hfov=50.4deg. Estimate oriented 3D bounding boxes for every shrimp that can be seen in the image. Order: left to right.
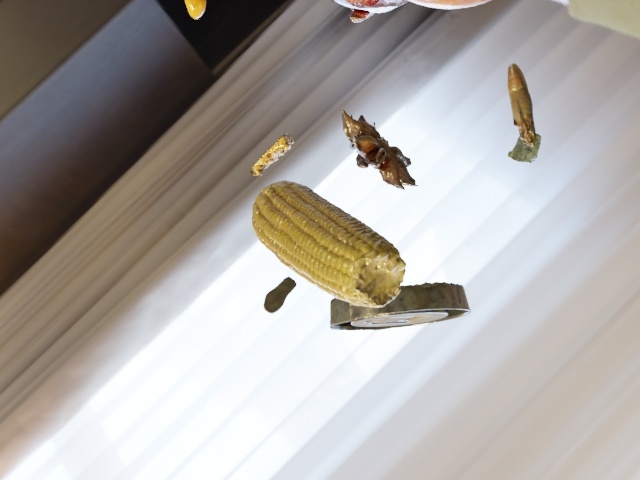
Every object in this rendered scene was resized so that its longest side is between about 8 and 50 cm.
[{"bbox_3d":[0.506,-0.326,1.678,0.143,0.052,0.250,34,-129,-47],"label":"shrimp"}]

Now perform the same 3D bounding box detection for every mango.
[{"bbox_3d":[-0.352,-0.668,1.912,0.046,0.060,0.089,-127,38,-63],"label":"mango"}]

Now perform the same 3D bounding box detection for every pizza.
[{"bbox_3d":[-0.116,-0.245,1.844,0.041,0.178,0.131,45,137,-5],"label":"pizza"}]

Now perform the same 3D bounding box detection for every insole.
[{"bbox_3d":[-0.128,0.168,2.121,0.063,0.010,0.192,38,-144,2],"label":"insole"}]

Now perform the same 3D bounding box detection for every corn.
[{"bbox_3d":[0.000,0.000,1.062,0.131,0.131,0.344,48,171,-34],"label":"corn"}]

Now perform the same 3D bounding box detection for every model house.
[{"bbox_3d":[0.550,-0.256,1.817,0.066,0.079,0.083,42,131,46],"label":"model house"}]

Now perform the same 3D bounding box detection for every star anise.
[{"bbox_3d":[0.129,-0.208,1.693,0.272,0.102,0.272,37,-154,-22],"label":"star anise"}]

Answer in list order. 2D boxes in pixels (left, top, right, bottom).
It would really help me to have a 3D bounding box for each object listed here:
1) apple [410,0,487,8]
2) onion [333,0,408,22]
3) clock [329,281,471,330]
[{"bbox_3d":[0.186,-0.513,1.062,0.299,0.275,0.298,34,132,47],"label":"apple"},{"bbox_3d":[0.108,-0.595,1.548,0.272,0.272,0.195,44,145,27],"label":"onion"},{"bbox_3d":[0.170,0.149,1.494,0.312,0.313,0.061,59,-155,-75],"label":"clock"}]
